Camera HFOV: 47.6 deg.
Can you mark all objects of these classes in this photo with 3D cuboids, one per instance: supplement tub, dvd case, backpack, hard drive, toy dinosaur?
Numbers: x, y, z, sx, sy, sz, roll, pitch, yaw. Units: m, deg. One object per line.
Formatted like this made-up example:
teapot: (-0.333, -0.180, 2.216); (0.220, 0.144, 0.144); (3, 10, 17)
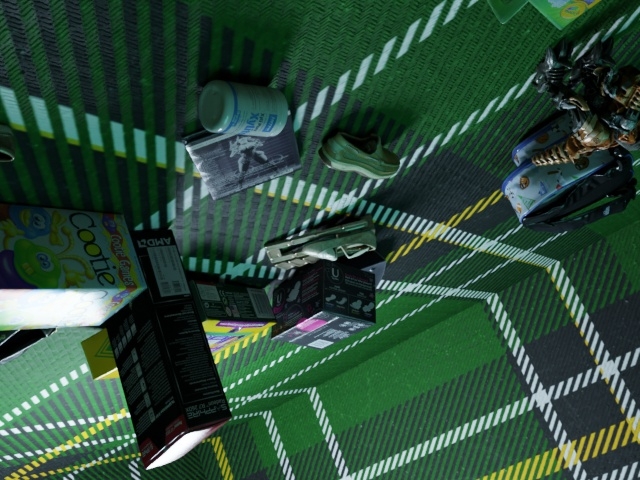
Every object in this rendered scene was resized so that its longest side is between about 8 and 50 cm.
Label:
supplement tub: (-0.105, -0.178, 0.986); (0.107, 0.071, 0.071); (-3, 153, -43)
dvd case: (-0.117, -0.138, 1.161); (0.164, 0.018, 0.221); (-21, 162, -3)
backpack: (0.531, -0.142, 1.593); (0.263, 0.213, 0.276); (-37, 152, 14)
hard drive: (0.084, 0.107, 1.986); (0.172, 0.054, 0.255); (-19, 159, -11)
toy dinosaur: (0.480, -0.234, 1.270); (0.322, 0.218, 0.164); (-36, 158, 32)

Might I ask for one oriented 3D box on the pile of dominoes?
pile of dominoes: (0.000, 0.000, 1.669); (0.251, 0.040, 0.196); (-14, 161, -2)

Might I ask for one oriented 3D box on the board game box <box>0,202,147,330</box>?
board game box: (-0.429, 0.043, 1.100); (0.142, 0.144, 0.275); (-35, 158, 29)

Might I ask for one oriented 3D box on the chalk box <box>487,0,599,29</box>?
chalk box: (0.286, -0.353, 0.866); (0.213, 0.132, 0.132); (-35, 158, 28)

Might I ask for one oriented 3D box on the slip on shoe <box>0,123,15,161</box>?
slip on shoe: (-0.425, -0.112, 0.846); (0.135, 0.041, 0.051); (-3, 152, -45)

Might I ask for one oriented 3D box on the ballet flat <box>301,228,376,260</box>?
ballet flat: (0.043, 0.017, 1.606); (0.168, 0.052, 0.057); (-14, 160, -2)

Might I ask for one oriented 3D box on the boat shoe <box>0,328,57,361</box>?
boat shoe: (-0.529, 0.155, 1.364); (0.227, 0.069, 0.081); (-28, 150, -13)

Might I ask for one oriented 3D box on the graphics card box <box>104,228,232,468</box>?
graphics card box: (-0.294, 0.194, 1.310); (0.094, 0.371, 0.233); (-8, 155, -36)

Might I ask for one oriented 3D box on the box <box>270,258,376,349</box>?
box: (0.006, 0.165, 1.820); (0.163, 0.142, 0.247); (17, 150, -29)

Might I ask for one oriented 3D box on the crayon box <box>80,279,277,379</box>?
crayon box: (-0.320, 0.213, 1.716); (0.313, 0.106, 0.363); (-27, 164, 15)

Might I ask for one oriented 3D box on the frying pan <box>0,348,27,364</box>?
frying pan: (-0.660, 0.192, 1.397); (0.197, 0.053, 0.326); (-20, 164, -13)

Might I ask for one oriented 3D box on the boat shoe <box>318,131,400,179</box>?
boat shoe: (0.086, -0.155, 1.281); (0.190, 0.068, 0.072); (-1, 140, -47)
